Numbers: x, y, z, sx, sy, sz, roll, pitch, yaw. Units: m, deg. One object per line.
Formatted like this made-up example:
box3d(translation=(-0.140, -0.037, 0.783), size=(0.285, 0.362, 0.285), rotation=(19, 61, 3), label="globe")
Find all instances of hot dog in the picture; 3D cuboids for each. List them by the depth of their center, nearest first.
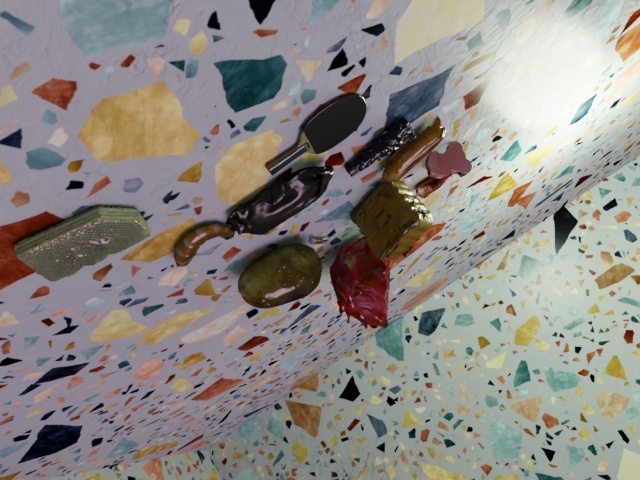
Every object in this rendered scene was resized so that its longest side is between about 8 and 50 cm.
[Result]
box3d(translation=(0.278, -0.269, 1.553), size=(0.250, 0.076, 0.104), rotation=(-40, 175, 25), label="hot dog")

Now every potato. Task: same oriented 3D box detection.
box3d(translation=(-0.127, 0.120, 1.662), size=(0.307, 0.173, 0.210), rotation=(-21, 157, -30), label="potato")

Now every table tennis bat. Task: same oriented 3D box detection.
box3d(translation=(-0.008, -0.261, 1.273), size=(0.301, 0.022, 0.173), rotation=(-35, 156, 2), label="table tennis bat")

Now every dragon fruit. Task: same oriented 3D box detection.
box3d(translation=(0.158, 0.147, 1.911), size=(0.249, 0.371, 0.386), rotation=(0, 163, 9), label="dragon fruit")

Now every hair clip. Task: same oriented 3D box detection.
box3d(translation=(0.428, -0.264, 1.699), size=(0.138, 0.123, 0.102), rotation=(-13, 169, -45), label="hair clip")

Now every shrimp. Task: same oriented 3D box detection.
box3d(translation=(-0.319, 0.009, 1.385), size=(0.166, 0.049, 0.161), rotation=(-12, 148, -53), label="shrimp")

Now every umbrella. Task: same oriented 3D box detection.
box3d(translation=(0.167, -0.260, 1.438), size=(0.224, 0.071, 0.080), rotation=(-34, 128, 14), label="umbrella")

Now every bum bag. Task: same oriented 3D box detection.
box3d(translation=(-0.103, -0.111, 1.381), size=(0.326, 0.079, 0.142), rotation=(-31, 149, 4), label="bum bag")

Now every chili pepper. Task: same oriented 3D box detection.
box3d(translation=(0.422, -0.219, 1.850), size=(0.268, 0.059, 0.050), rotation=(-36, -166, 0), label="chili pepper")

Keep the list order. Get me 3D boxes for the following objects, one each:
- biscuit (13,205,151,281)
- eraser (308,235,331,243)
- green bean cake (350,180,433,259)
box3d(translation=(-0.514, 0.001, 1.114), size=(0.252, 0.052, 0.150), rotation=(-27, 155, -13), label="biscuit")
box3d(translation=(0.000, 0.000, 1.776), size=(0.099, 0.019, 0.027), rotation=(-5, 143, -48), label="eraser")
box3d(translation=(0.235, -0.070, 1.685), size=(0.131, 0.224, 0.229), rotation=(4, 135, -48), label="green bean cake")
